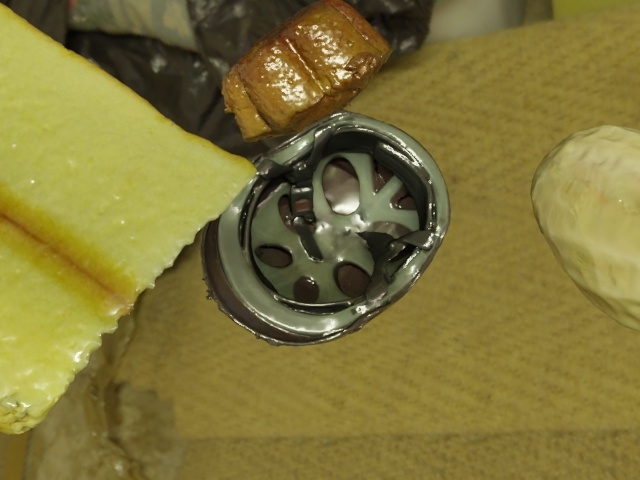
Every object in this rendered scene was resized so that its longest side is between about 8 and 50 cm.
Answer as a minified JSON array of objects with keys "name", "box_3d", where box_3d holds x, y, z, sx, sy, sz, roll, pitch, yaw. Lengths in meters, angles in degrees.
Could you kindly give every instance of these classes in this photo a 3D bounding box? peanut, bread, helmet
[{"name":"peanut","box_3d":[0.196,0.014,0.474,0.214,0.090,0.099,33,115,38]},{"name":"bread","box_3d":[-0.024,-0.221,1.274,0.232,0.135,0.246,-39,15,-4]},{"name":"bread","box_3d":[-0.278,-0.076,0.634,0.233,0.362,0.245,-51,19,-23]},{"name":"helmet","box_3d":[0.000,0.000,1.120,0.305,0.177,0.225,-35,83,-11]}]
